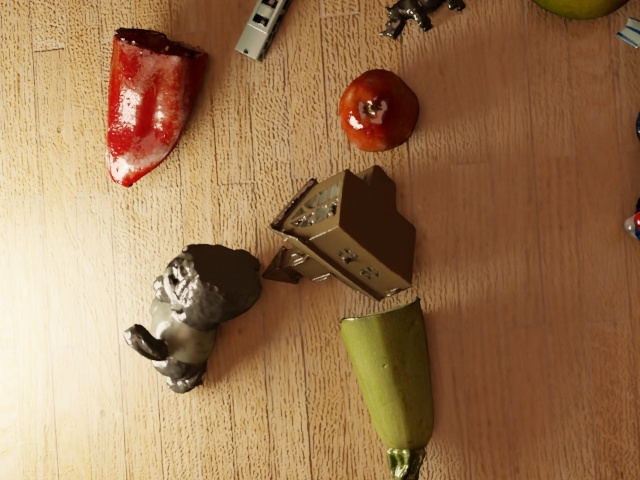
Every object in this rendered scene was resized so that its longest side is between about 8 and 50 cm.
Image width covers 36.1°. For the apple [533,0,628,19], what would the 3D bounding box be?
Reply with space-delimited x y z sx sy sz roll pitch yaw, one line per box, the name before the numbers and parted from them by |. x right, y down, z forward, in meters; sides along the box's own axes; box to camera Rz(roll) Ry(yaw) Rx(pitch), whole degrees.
apple | 0.372 -0.410 1.386 0.196 0.157 0.197 -2 82 17

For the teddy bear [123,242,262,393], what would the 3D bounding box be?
teddy bear | -0.218 0.112 1.520 0.251 0.171 0.144 -50 56 14

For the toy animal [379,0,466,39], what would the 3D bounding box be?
toy animal | 0.148 -0.349 1.493 0.135 0.047 0.065 -31 78 12

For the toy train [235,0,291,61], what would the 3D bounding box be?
toy train | -0.068 -0.384 1.540 0.043 0.047 0.208 28 97 10

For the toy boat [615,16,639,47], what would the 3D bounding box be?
toy boat | 0.541 -0.322 1.317 0.210 0.292 0.070 19 138 28

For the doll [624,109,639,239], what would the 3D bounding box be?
doll | 0.537 -0.124 1.308 0.240 0.284 0.310 20 90 -31

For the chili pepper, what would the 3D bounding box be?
chili pepper | -0.269 -0.204 1.565 0.144 0.136 0.253 3 105 -31

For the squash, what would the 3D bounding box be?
squash | 0.119 0.227 1.480 0.137 0.137 0.288 -12 102 12

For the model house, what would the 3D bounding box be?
model house | 0.000 0.000 1.492 0.248 0.181 0.176 -24 41 37

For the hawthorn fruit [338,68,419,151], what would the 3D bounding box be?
hawthorn fruit | 0.079 -0.193 1.472 0.125 0.140 0.125 15 112 41
